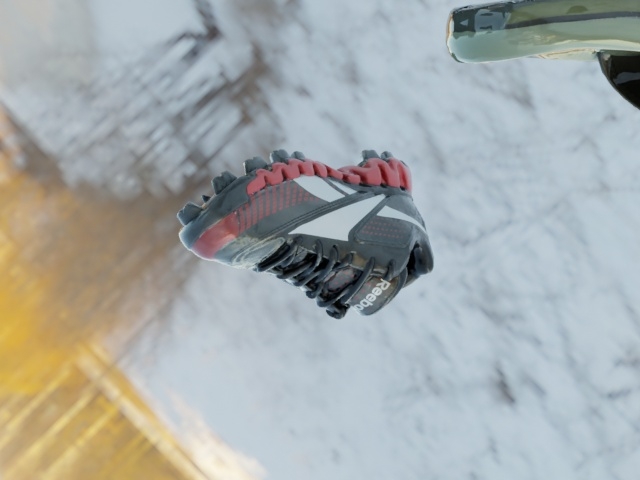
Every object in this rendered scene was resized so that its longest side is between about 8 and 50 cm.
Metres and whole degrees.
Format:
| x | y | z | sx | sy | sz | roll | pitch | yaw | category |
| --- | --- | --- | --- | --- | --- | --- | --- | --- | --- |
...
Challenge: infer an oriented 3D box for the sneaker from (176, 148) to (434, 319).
| x | y | z | sx | sy | sz | roll | pitch | yaw | category |
| --- | --- | --- | --- | --- | --- | --- | --- | --- | --- |
| 0.000 | 0.000 | 1.437 | 0.276 | 0.097 | 0.135 | -5 | -117 | -51 | sneaker |

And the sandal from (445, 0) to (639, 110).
| x | y | z | sx | sy | sz | roll | pitch | yaw | category |
| --- | --- | --- | --- | --- | --- | --- | --- | --- | --- |
| 0.211 | -0.093 | 0.986 | 0.120 | 0.303 | 0.086 | 175 | 93 | -73 | sandal |
